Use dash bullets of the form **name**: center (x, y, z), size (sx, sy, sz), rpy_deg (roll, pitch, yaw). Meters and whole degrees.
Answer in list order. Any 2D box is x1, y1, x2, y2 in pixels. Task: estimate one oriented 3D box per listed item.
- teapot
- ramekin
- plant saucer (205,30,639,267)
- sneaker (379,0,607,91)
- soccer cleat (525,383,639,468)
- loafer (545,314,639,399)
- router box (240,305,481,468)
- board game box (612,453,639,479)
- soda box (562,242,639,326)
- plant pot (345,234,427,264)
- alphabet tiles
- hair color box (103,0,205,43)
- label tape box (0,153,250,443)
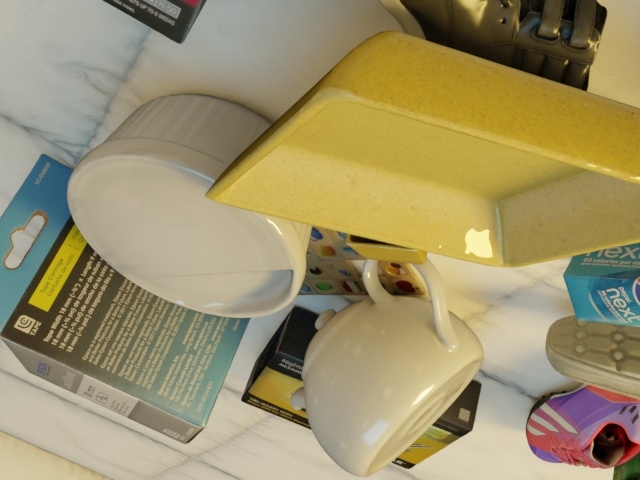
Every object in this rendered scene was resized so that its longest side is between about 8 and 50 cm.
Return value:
- **teapot**: center (0.068, 0.153, 1.072), size (0.187, 0.256, 0.252), rpy_deg (45, 178, 20)
- **ramekin**: center (-0.128, -0.041, 0.945), size (0.273, 0.127, 0.272), rpy_deg (15, 144, 11)
- **plant saucer**: center (0.105, -0.064, 0.702), size (0.333, 0.081, 0.333), rpy_deg (13, 168, -18)
- **sneaker**: center (0.125, -0.193, 0.618), size (0.147, 0.104, 0.295), rpy_deg (0, 151, 26)
- **soccer cleat**: center (0.361, 0.262, 1.159), size (0.109, 0.116, 0.318), rpy_deg (22, 148, -4)
- **loafer**: center (0.417, 0.155, 0.975), size (0.320, 0.112, 0.111), rpy_deg (10, 138, 14)
- **router box**: center (0.054, 0.236, 1.319), size (0.309, 0.081, 0.243), rpy_deg (23, 148, -6)
- **board game box**: center (0.411, 0.321, 1.087), size (0.030, 0.259, 0.136), rpy_deg (21, 149, 1)
- **soda box**: center (0.353, 0.042, 0.833), size (0.210, 0.071, 0.067), rpy_deg (3, 131, 41)
- **plant pot**: center (0.084, -0.013, 0.933), size (0.082, 0.081, 0.083), rpy_deg (5, 159, 21)
- **alphabet tiles**: center (0.000, 0.000, 1.061), size (0.198, 0.009, 0.237), rpy_deg (-2, 142, 31)
- **hair color box**: center (-0.103, -0.314, 0.543), size (0.185, 0.113, 0.374), rpy_deg (27, 147, -11)
- **label tape box**: center (-0.262, 0.075, 1.097), size (0.334, 0.240, 0.106), rpy_deg (27, 150, -8)
